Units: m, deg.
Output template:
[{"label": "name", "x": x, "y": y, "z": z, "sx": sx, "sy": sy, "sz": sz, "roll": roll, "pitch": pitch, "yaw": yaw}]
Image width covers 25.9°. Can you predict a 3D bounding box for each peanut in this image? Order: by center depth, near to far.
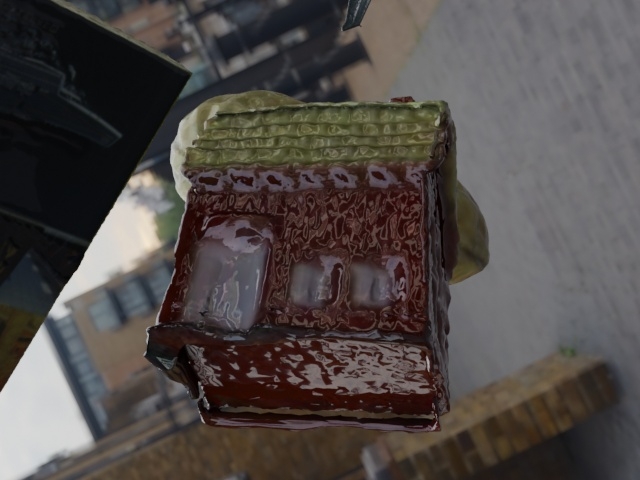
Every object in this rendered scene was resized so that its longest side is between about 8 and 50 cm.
[{"label": "peanut", "x": 0.012, "y": -0.041, "z": 1.264, "sx": 0.306, "sy": 0.147, "sz": 0.147, "roll": 24, "pitch": -174, "yaw": -9}]

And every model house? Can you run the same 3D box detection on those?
[{"label": "model house", "x": 0.000, "y": 0.000, "z": 1.011, "sx": 0.160, "sy": 0.196, "sz": 0.254, "roll": 73, "pitch": -159, "yaw": -52}]

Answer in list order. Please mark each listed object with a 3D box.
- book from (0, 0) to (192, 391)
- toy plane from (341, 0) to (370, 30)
[{"label": "book", "x": -0.273, "y": -0.001, "z": 0.885, "sx": 0.263, "sy": 0.374, "sz": 0.028, "roll": 23, "pitch": -168, "yaw": -44}, {"label": "toy plane", "x": 0.031, "y": -0.288, "z": 1.238, "sx": 0.058, "sy": 0.226, "sz": 0.225, "roll": 123, "pitch": 136, "yaw": -68}]
